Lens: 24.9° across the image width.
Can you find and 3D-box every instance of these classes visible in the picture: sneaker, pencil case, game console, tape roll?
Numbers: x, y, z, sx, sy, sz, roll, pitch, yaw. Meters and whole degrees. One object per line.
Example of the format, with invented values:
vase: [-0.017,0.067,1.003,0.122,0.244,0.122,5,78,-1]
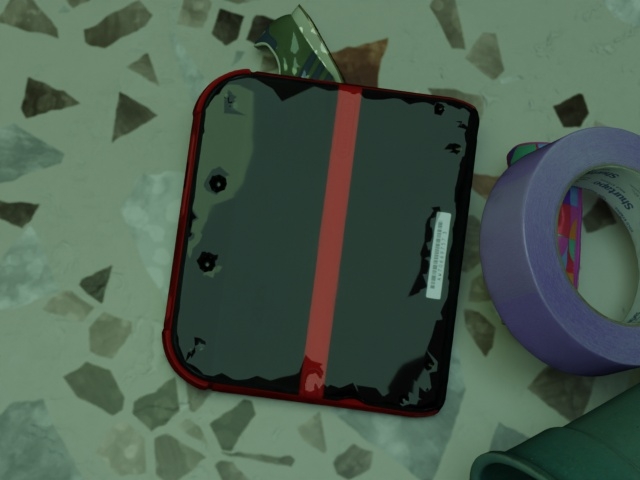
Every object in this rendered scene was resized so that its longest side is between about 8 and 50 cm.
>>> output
sneaker: [-0.014,-0.191,1.802,0.086,0.064,0.192,-29,83,6]
pencil case: [0.270,0.001,1.739,0.104,0.104,0.236,2,75,-2]
game console: [0.000,0.000,1.723,0.342,0.060,0.386,8,86,-6]
tape roll: [0.319,0.013,1.654,0.275,0.090,0.275,7,74,-26]

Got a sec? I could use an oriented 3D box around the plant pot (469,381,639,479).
plant pot: [0.398,0.287,1.565,0.334,0.341,0.341,-31,78,-18]
